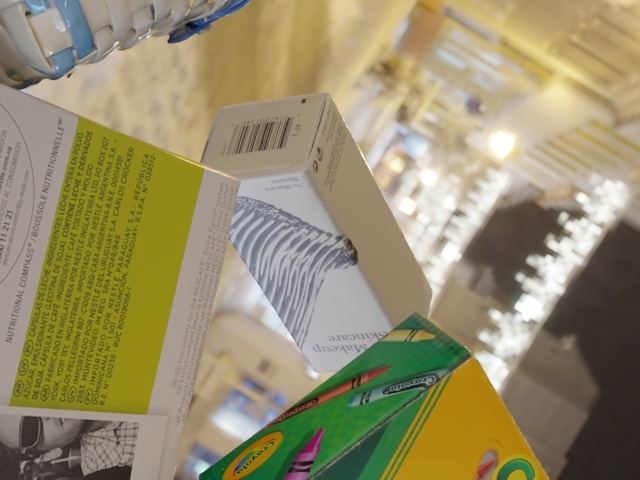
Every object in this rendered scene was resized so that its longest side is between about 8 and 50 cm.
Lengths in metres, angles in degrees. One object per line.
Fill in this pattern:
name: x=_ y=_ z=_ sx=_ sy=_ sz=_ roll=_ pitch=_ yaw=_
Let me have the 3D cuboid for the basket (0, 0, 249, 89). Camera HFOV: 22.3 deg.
basket: x=-0.123 y=-0.242 z=0.998 sx=0.289 sy=0.254 sz=0.201 roll=-33 pitch=-164 yaw=-23

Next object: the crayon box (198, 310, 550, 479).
crayon box: x=0.072 y=0.202 z=0.979 sx=0.165 sy=0.278 sz=0.081 roll=-37 pitch=-154 yaw=-8

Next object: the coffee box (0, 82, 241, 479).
coffee box: x=-0.310 y=0.062 z=1.039 sx=0.334 sy=0.338 sz=0.338 roll=20 pitch=81 yaw=-50

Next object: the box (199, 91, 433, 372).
box: x=0.000 y=0.000 z=1.430 sx=0.275 sy=0.113 sz=0.094 roll=59 pitch=35 yaw=-42
